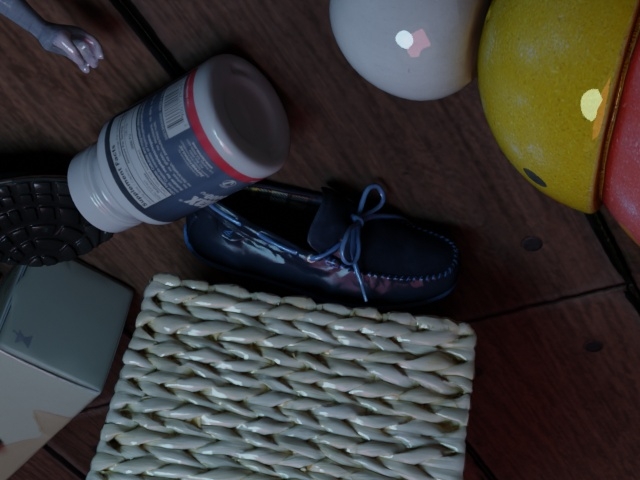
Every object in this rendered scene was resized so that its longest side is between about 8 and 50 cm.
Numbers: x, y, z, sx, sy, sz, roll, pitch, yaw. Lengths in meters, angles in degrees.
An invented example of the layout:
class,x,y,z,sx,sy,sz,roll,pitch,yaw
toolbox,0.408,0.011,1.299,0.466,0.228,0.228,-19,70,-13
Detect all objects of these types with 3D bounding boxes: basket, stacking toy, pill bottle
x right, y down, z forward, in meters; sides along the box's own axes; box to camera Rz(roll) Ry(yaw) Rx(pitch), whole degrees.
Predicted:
class,x,y,z,sx,sy,sz,roll,pitch,yaw
basket,-0.038,0.216,1.029,0.328,0.266,0.331,10,160,1
stacking toy,0.231,-0.112,0.722,0.480,0.350,0.350,17,141,21
pill bottle,-0.125,-0.074,0.915,0.180,0.108,0.108,-23,128,33

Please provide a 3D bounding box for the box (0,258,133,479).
class,x,y,z,sx,sy,sz,roll,pitch,yaw
box,-0.340,0.150,1.179,0.121,0.148,0.311,30,136,-21

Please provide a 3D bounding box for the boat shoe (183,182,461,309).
class,x,y,z,sx,sy,sz,roll,pitch,yaw
boat shoe,0.000,0.000,0.975,0.258,0.109,0.089,6,134,2

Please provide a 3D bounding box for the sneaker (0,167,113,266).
class,x,y,z,sx,sy,sz,roll,pitch,yaw
sneaker,-0.329,-0.045,1.005,0.283,0.124,0.107,-7,135,-17

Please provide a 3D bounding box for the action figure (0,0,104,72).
class,x,y,z,sx,sy,sz,roll,pitch,yaw
action figure,-0.349,-0.198,0.805,0.370,0.275,0.248,-41,163,17
